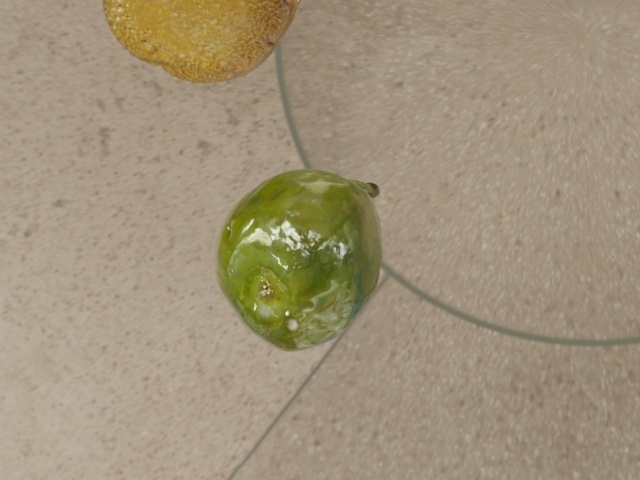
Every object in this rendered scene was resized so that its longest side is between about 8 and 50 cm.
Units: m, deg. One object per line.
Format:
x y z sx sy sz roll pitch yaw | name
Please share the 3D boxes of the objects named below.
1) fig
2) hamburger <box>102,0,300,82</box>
-0.028 0.003 1.517 0.233 0.314 0.233 0 118 1 | fig
-0.171 -0.392 1.607 0.290 0.170 0.314 29 132 -18 | hamburger
